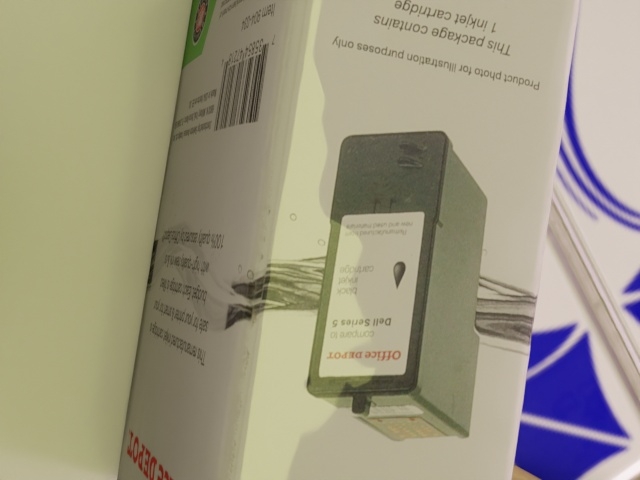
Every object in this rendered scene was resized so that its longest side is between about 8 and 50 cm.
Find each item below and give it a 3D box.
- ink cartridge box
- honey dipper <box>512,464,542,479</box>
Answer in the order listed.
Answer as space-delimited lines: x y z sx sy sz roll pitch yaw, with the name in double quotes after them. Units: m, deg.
0.000 0.000 0.495 0.115 0.198 0.272 9 89 -18 "ink cartridge box"
0.128 0.140 0.625 0.161 0.030 0.030 31 83 -13 "honey dipper"
